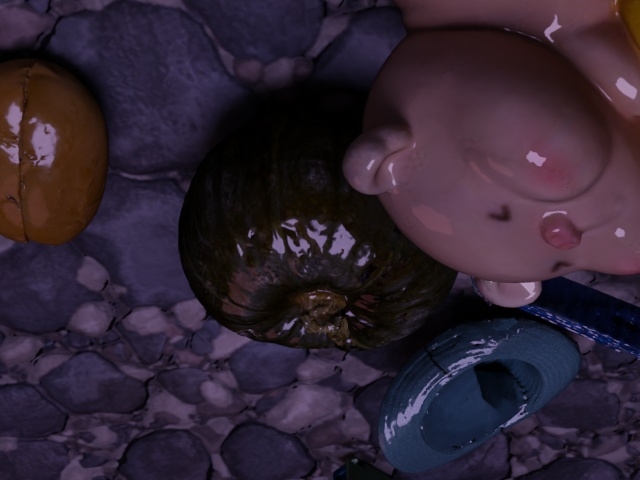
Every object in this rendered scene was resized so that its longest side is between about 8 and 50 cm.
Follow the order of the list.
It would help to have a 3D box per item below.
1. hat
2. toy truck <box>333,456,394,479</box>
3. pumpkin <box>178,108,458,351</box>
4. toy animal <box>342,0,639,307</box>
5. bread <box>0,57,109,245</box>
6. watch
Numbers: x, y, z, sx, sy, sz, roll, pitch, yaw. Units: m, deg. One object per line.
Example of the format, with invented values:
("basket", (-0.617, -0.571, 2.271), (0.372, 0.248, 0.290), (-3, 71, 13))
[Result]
("hat", (0.126, 0.115, 1.707), (0.191, 0.078, 0.138), (-33, 139, 9))
("toy truck", (0.094, 0.251, 1.869), (0.175, 0.067, 0.081), (34, 124, -27))
("pumpkin", (0.000, 0.000, 1.514), (0.224, 0.157, 0.223), (1, 150, 0))
("toy animal", (0.136, -0.096, 1.284), (0.278, 0.247, 0.345), (17, 151, 42))
("bread", (-0.218, -0.057, 1.519), (0.114, 0.077, 0.189), (0, 136, -5))
("watch", (0.254, 0.023, 1.571), (0.275, 0.068, 0.276), (1, 132, 7))
